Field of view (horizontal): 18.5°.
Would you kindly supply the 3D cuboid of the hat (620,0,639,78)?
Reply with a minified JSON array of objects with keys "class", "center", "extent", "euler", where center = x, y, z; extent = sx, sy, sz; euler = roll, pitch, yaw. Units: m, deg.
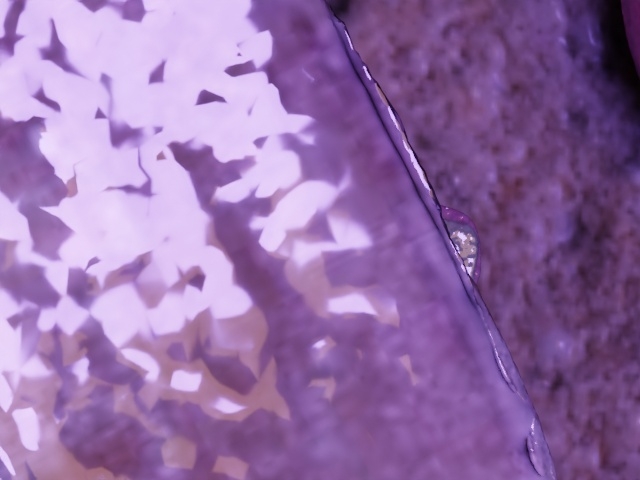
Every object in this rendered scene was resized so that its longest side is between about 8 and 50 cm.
[{"class":"hat","center":[0.194,-0.116,0.855],"extent":[0.205,0.089,0.205],"euler":[1,88,-36]}]

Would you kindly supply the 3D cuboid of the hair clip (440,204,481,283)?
[{"class":"hair clip","center":[0.000,0.000,0.775],"extent":[0.137,0.022,0.054],"euler":[14,83,-23]}]

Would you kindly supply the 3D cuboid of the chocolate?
[{"class":"chocolate","center":[-0.044,0.026,0.696],"extent":[0.185,0.100,0.303],"euler":[-26,101,-1]}]
